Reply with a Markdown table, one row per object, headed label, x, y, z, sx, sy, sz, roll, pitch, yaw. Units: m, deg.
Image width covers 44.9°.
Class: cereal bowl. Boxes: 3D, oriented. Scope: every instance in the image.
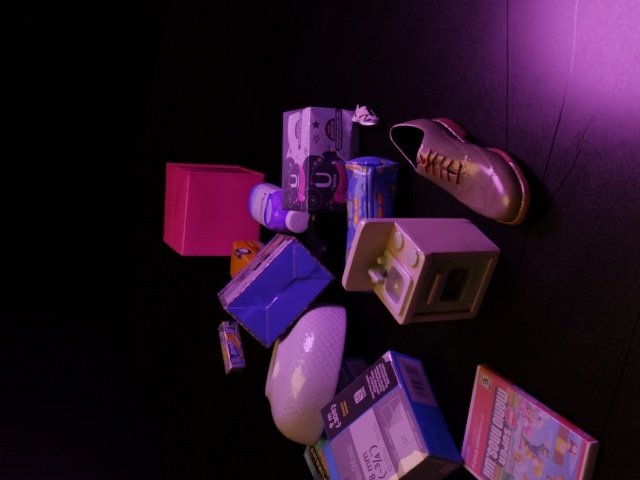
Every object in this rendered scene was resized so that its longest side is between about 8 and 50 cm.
| label | x | y | z | sx | sy | sz | roll | pitch | yaw |
| --- | --- | --- | --- | --- | --- | --- | --- | --- | --- |
| cereal bowl | -0.046 | 0.305 | 1.838 | 0.339 | 0.141 | 0.339 | -167 | 90 | -84 |

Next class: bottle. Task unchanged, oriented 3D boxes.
| label | x | y | z | sx | sy | sz | roll | pitch | yaw |
| --- | --- | --- | --- | --- | --- | --- | --- | --- | --- |
| bottle | -0.114 | -0.083 | 2.162 | 0.283 | 0.092 | 0.118 | 30 | 116 | 60 |

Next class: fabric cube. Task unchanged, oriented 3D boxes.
| label | x | y | z | sx | sy | sz | roll | pitch | yaw |
| --- | --- | --- | --- | --- | --- | --- | --- | --- | --- |
| fabric cube | -0.344 | -0.101 | 2.451 | 0.259 | 0.254 | 0.258 | -156 | 67 | -62 |

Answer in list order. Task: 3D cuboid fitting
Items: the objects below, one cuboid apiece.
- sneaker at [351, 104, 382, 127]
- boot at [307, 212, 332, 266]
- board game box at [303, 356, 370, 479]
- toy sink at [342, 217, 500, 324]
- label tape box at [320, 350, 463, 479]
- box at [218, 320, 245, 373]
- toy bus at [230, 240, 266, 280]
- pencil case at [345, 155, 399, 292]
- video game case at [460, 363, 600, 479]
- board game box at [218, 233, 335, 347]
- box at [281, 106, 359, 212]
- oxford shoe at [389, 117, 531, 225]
| label | x | y | z | sx | sy | sz | roll | pitch | yaw |
| --- | --- | --- | --- | --- | --- | --- | --- | --- | --- |
| sneaker | 0.106 | -0.284 | 1.767 | 0.109 | 0.040 | 0.043 | 34 | 113 | 56 |
| boot | 0.000 | 0.000 | 1.986 | 0.099 | 0.045 | 0.121 | -119 | 30 | -48 |
| board game box | 0.074 | 0.482 | 1.803 | 0.254 | 0.079 | 0.336 | 58 | 140 | 47 |
| toy sink | 0.181 | 0.055 | 1.399 | 0.131 | 0.234 | 0.152 | 54 | 136 | 50 |
| label tape box | 0.098 | 0.420 | 1.558 | 0.333 | 0.106 | 0.240 | -46 | 42 | 26 |
| box | -0.297 | 0.357 | 2.592 | 0.059 | 0.054 | 0.169 | 129 | 135 | -52 |
| toy bus | -0.170 | 0.099 | 2.238 | 0.333 | 0.130 | 0.108 | 36 | 121 | 59 |
| pencil case | 0.111 | -0.029 | 1.667 | 0.133 | 0.119 | 0.306 | -142 | 51 | -87 |
| video game case | 0.342 | 0.361 | 1.313 | 0.285 | 0.025 | 0.204 | 33 | 120 | 59 |
| board game box | -0.117 | 0.114 | 1.910 | 0.232 | 0.141 | 0.291 | -46 | 9 | -5 |
| box | -0.003 | -0.191 | 1.875 | 0.163 | 0.142 | 0.247 | -172 | 81 | -64 |
| oxford shoe | 0.240 | -0.123 | 1.391 | 0.348 | 0.130 | 0.123 | 47 | 132 | 54 |
